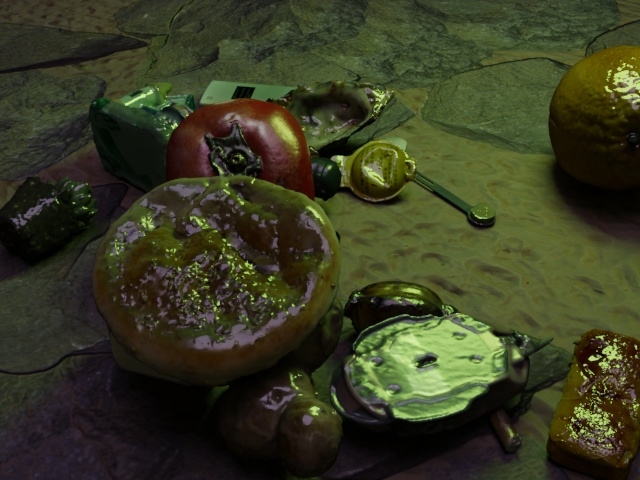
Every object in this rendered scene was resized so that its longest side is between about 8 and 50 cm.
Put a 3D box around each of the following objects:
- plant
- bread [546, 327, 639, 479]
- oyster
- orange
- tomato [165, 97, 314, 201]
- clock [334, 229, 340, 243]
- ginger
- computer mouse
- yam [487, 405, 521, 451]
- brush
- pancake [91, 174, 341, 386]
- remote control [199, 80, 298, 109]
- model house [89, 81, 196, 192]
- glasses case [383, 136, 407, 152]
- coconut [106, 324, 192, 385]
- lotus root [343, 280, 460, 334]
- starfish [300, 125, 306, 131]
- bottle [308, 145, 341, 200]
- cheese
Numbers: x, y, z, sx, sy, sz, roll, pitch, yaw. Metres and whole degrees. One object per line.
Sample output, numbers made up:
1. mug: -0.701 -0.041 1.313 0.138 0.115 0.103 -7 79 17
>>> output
1. plant: -0.554 -0.055 1.493 0.132 0.129 0.194 22 45 24
2. bread: 0.447 0.251 1.176 0.139 0.077 0.271 17 43 24
3. oyster: 0.001 -0.303 1.807 0.361 0.096 0.221 -29 66 4
4. orange: 0.668 -0.270 1.648 0.321 0.322 0.357 10 22 11
5. tomato: -0.160 -0.102 1.422 0.292 0.290 0.325 -13 78 -6
6. clock: 0.000 0.000 1.532 0.085 0.017 0.085 1 37 -1
7. ginger: -0.058 0.218 1.106 0.244 0.155 0.304 -30 44 28
8. computer mouse: 0.195 0.213 1.181 0.388 0.115 0.200 -13 48 -18
9. yam: 0.279 0.271 1.181 0.032 0.032 0.145 -6 37 -9
10. brush: 0.289 -0.106 1.672 0.062 0.027 0.266 -25 45 -30
11. pancake: -0.154 0.031 1.094 0.386 0.082 0.387 -1 49 1
12. remote control: -0.144 -0.368 1.977 0.343 0.050 0.145 7 38 6
13. model house: -0.325 -0.271 1.719 0.267 0.194 0.325 26 46 30
14. glasses case: 0.170 -0.199 1.776 0.063 0.041 0.164 8 39 8
15. coconut: -0.244 0.115 1.215 0.241 0.241 0.241 1 38 -1
16. lotus root: 0.142 0.131 1.293 0.209 0.120 0.120 7 38 4
17. starfish: -0.129 -0.226 1.757 0.209 0.053 0.150 -23 70 15
18. bottle: -0.083 -0.157 1.636 0.271 0.143 0.156 14 65 20
19. cheese: 0.096 -0.159 1.686 0.249 0.064 0.157 0 70 13
